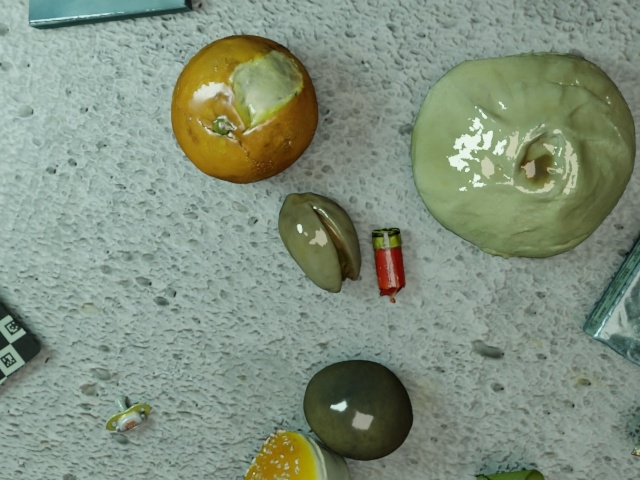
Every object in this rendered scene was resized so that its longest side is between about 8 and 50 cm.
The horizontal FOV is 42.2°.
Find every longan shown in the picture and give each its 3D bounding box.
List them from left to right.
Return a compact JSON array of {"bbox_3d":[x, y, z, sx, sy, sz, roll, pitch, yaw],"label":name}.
[{"bbox_3d":[0.064,0.283,1.397,0.187,0.167,0.167,10,96,11],"label":"longan"}]

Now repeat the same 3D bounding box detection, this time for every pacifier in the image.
[{"bbox_3d":[-0.346,0.306,1.476,0.083,0.068,0.064,-25,60,-13],"label":"pacifier"}]

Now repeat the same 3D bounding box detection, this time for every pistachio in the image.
[{"bbox_3d":[0.000,0.000,1.399,0.124,0.124,0.184,-25,100,4],"label":"pistachio"}]

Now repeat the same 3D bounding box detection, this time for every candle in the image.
[{"bbox_3d":[0.119,0.045,1.427,0.052,0.052,0.130,-7,97,3],"label":"candle"}]

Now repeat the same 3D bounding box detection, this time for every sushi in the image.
[{"bbox_3d":[-0.624,0.163,1.465,0.192,0.050,0.215,-38,98,9],"label":"sushi"}]

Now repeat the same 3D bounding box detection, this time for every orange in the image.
[{"bbox_3d":[-0.122,-0.208,1.324,0.240,0.240,0.239,0,96,2],"label":"orange"}]

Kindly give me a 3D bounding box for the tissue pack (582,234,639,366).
[{"bbox_3d":[0.619,0.080,1.387,0.228,0.103,0.315,30,95,1],"label":"tissue pack"}]

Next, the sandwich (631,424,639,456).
[{"bbox_3d":[0.653,0.325,1.417,0.258,0.096,0.094,2,102,0],"label":"sandwich"}]

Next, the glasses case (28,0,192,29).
[{"bbox_3d":[-0.354,-0.411,1.404,0.266,0.056,0.105,-6,71,3],"label":"glasses case"}]

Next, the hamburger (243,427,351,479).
[{"bbox_3d":[-0.064,0.469,1.395,0.151,0.227,0.295,25,93,-24],"label":"hamburger"}]

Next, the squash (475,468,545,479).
[{"bbox_3d":[0.336,0.495,1.383,0.133,0.220,0.220,-5,96,5],"label":"squash"}]

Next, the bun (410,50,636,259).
[{"bbox_3d":[0.330,-0.139,1.327,0.364,0.202,0.364,0,98,3],"label":"bun"}]
